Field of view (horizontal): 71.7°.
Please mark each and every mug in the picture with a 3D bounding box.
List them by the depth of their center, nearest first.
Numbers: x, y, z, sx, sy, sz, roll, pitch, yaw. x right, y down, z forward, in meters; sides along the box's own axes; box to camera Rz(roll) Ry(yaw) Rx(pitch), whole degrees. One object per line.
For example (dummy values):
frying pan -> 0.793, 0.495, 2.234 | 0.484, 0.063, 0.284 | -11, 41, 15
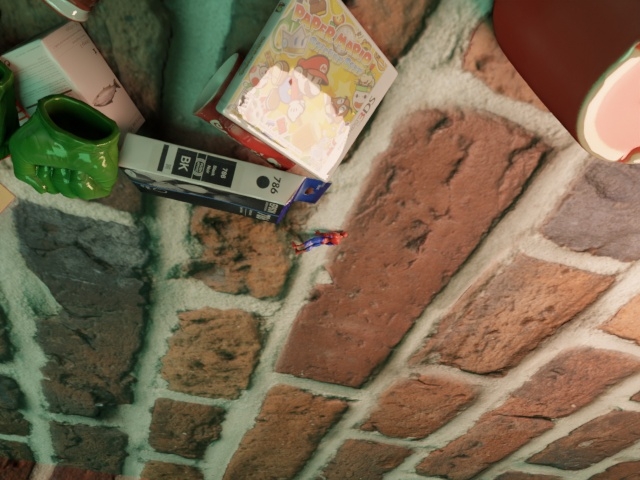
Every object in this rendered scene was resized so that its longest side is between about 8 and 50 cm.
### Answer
mug -> -0.105, -0.179, 0.698 | 0.169, 0.150, 0.113 | 35, 145, -31

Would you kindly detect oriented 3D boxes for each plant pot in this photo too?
plant pot -> 0.369, -0.241, 0.519 | 0.275, 0.243, 0.275 | 1, 146, 1

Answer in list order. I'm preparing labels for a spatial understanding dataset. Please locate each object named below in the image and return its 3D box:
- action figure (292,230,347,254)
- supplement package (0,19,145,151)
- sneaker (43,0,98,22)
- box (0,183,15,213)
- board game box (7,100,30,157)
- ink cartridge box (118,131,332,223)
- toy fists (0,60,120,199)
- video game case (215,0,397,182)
action figure -> 0.000, 0.000, 0.927 | 0.115, 0.030, 0.038 | -12, 136, 7
supplement package -> -0.382, -0.225, 0.688 | 0.105, 0.105, 0.179 | -14, 130, 15
sneaker -> -0.368, -0.405, 0.557 | 0.128, 0.087, 0.221 | -37, 134, 20
box -> -0.718, -0.080, 0.758 | 0.117, 0.213, 0.243 | -19, 129, 18
board game box -> -0.571, -0.212, 0.748 | 0.194, 0.045, 0.146 | -18, 129, 17
ink cartridge box -> -0.158, -0.093, 0.773 | 0.333, 0.065, 0.165 | 11, 169, -8
toy fists -> -0.424, -0.150, 0.623 | 0.279, 0.096, 0.142 | 26, 136, -12
video game case -> -0.005, -0.212, 0.621 | 0.227, 0.026, 0.206 | 26, 99, -49
